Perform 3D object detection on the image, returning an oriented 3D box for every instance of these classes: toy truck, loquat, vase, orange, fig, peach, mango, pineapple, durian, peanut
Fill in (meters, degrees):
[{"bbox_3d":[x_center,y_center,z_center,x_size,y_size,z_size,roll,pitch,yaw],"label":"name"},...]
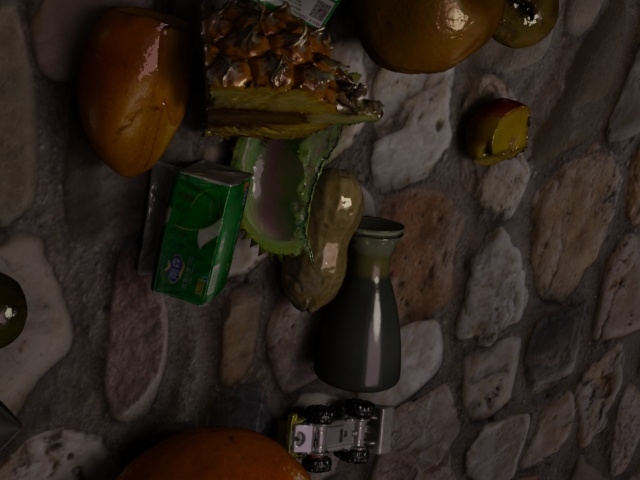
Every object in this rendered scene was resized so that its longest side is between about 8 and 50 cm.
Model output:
[{"bbox_3d":[0.032,0.392,2.259,0.285,0.111,0.136,4,93,-45],"label":"toy truck"},{"bbox_3d":[0.384,-0.458,2.118,0.204,0.149,0.172,-41,118,-65],"label":"loquat"},{"bbox_3d":[0.086,0.120,2.137,0.173,0.173,0.321,-8,111,-39],"label":"vase"},{"bbox_3d":[0.173,-0.426,1.873,0.276,0.276,0.284,-33,113,-25],"label":"loquat"},{"bbox_3d":[-0.202,0.534,1.971,0.423,0.326,0.424,-3,96,-32],"label":"orange"},{"bbox_3d":[-0.548,0.104,1.607,0.236,0.124,0.124,1,111,-26],"label":"fig"},{"bbox_3d":[0.355,-0.224,2.229,0.151,0.118,0.151,-23,161,-8],"label":"peach"},{"bbox_3d":[-0.283,-0.217,1.653,0.187,0.138,0.257,-12,123,-62],"label":"mango"},{"bbox_3d":[-0.047,-0.281,1.701,0.286,0.344,0.209,-2,82,-8],"label":"pineapple"},{"bbox_3d":[-0.054,-0.138,1.868,0.158,0.169,0.352,4,109,-43],"label":"durian"},{"bbox_3d":[0.000,0.000,2.021,0.130,0.130,0.290,-4,117,-41],"label":"peanut"}]

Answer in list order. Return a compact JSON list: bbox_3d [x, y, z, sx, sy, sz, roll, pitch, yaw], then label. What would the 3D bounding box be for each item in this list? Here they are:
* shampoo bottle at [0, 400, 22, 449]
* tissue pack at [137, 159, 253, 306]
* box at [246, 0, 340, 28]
[{"bbox_3d":[-0.562,0.233,1.669,0.080,0.079,0.246,-47,134,-14],"label":"shampoo bottle"},{"bbox_3d":[-0.218,-0.023,1.816,0.148,0.156,0.209,-39,144,-72],"label":"tissue pack"},{"bbox_3d":[-0.022,-0.469,1.747,0.180,0.103,0.250,19,113,-45],"label":"box"}]
